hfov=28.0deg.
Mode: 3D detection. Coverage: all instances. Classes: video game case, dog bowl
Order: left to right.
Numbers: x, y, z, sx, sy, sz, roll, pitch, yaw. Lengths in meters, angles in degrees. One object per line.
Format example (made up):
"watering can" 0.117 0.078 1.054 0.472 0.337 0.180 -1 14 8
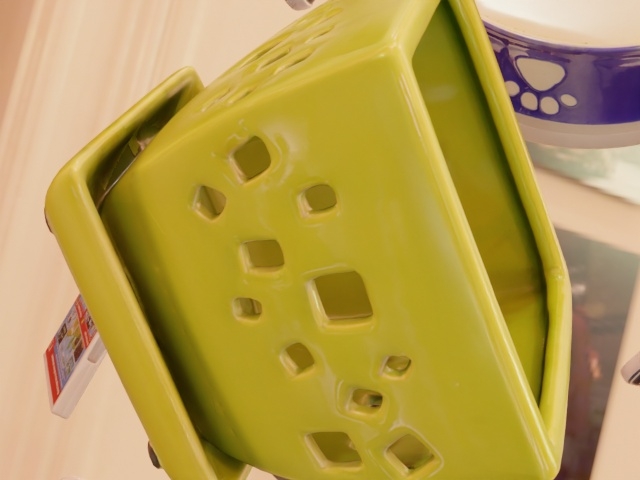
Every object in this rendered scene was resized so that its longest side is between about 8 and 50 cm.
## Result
"video game case" -0.252 0.057 1.552 0.025 0.285 0.204 29 6 -20
"dog bowl" 0.195 -0.199 0.923 0.265 0.265 0.104 13 -31 15

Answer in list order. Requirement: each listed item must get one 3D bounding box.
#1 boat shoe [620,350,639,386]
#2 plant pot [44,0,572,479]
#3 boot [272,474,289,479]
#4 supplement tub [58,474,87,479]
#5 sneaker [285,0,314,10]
"boat shoe" 0.387 0.116 1.236 0.183 0.083 0.065 -28 -23 13
"plant pot" 0.000 0.000 0.677 0.207 0.227 0.228 -16 18 18
"boot" 0.047 0.207 1.425 0.161 0.246 0.083 41 16 16
"supplement tub" -0.166 0.412 1.412 0.331 0.241 0.241 27 -9 -23
"sneaker" 0.004 -0.409 1.527 0.153 0.268 0.101 -5 25 9
